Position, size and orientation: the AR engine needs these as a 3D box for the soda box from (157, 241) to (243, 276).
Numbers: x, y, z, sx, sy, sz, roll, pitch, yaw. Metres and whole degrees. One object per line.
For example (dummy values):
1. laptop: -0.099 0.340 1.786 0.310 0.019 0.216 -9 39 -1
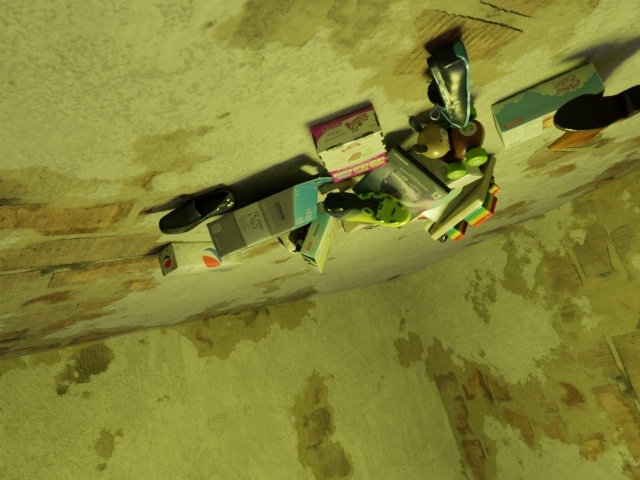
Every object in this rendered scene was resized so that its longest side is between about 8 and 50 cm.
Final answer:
1. soda box: -0.411 0.062 1.814 0.098 0.091 0.286 -28 163 36

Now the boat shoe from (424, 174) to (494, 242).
1. boat shoe: 0.573 -0.122 2.062 0.340 0.113 0.127 -40 156 5

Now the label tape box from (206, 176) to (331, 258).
1. label tape box: -0.112 -0.072 1.492 0.348 0.115 0.249 -19 -178 15

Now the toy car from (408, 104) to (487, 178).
1. toy car: 0.308 -0.261 1.333 0.188 0.155 0.149 5 157 -28

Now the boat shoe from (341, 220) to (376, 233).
1. boat shoe: 0.201 -0.114 1.828 0.158 0.127 0.340 -16 179 -23

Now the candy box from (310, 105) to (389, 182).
1. candy box: 0.079 -0.231 1.294 0.159 0.071 0.233 -19 167 7

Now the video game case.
1. video game case: 0.222 -0.146 1.495 0.026 0.196 0.274 -53 -175 -29

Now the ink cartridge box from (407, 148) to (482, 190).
1. ink cartridge box: 0.337 -0.210 1.524 0.212 0.154 0.093 -29 164 37

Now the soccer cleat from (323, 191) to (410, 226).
1. soccer cleat: 0.146 -0.094 1.571 0.289 0.093 0.121 11 174 32

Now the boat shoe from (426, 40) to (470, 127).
1. boat shoe: 0.270 -0.331 1.126 0.089 0.109 0.258 -13 151 11

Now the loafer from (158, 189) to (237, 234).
1. loafer: -0.332 -0.081 1.390 0.223 0.076 0.078 -22 161 0

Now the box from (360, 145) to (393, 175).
1. box: 0.156 -0.226 1.507 0.136 0.028 0.081 -21 166 9

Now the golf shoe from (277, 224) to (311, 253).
1. golf shoe: -0.091 -0.003 1.900 0.105 0.120 0.273 -23 167 17

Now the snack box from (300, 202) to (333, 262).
1. snack box: 0.000 0.000 1.892 0.060 0.187 0.322 20 169 8

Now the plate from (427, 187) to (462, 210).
1. plate: 0.368 -0.144 1.697 0.188 0.024 0.188 -18 160 -7

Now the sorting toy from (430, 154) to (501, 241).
1. sorting toy: 0.529 -0.131 1.841 0.257 0.089 0.255 -47 -170 49

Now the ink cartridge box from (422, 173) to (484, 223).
1. ink cartridge box: 0.404 -0.182 1.763 0.189 0.066 0.232 24 117 -27

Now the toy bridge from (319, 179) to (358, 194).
1. toy bridge: 0.085 -0.168 1.650 0.188 0.026 0.063 -5 161 -43

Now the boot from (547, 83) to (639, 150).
1. boot: 0.686 -0.310 1.398 0.264 0.096 0.280 -24 174 -9

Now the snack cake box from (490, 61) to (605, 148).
1. snack cake box: 0.609 -0.358 1.412 0.264 0.089 0.152 -22 164 18
